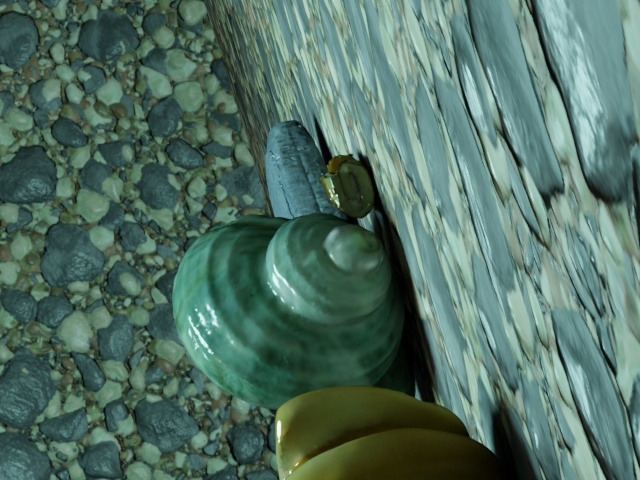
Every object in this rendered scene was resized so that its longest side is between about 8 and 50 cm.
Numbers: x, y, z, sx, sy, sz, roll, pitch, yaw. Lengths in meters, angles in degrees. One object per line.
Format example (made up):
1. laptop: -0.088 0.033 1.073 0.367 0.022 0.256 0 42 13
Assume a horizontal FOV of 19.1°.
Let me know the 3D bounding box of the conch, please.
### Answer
1. conch: -0.011 0.065 1.481 0.220 0.195 0.277 35 143 6

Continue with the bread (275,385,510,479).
1. bread: 0.065 0.238 1.091 0.173 0.121 0.311 26 -133 -49

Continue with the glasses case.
1. glasses case: 0.000 0.000 1.744 0.282 0.067 0.109 -108 6 -47

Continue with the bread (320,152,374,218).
1. bread: 0.021 -0.041 1.459 0.083 0.036 0.047 -117 9 -84
